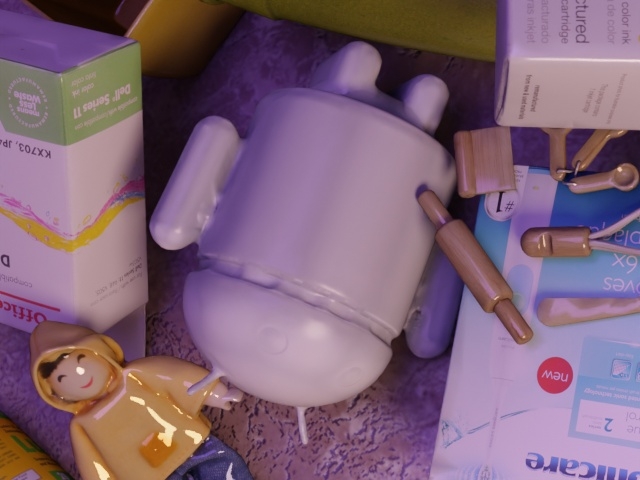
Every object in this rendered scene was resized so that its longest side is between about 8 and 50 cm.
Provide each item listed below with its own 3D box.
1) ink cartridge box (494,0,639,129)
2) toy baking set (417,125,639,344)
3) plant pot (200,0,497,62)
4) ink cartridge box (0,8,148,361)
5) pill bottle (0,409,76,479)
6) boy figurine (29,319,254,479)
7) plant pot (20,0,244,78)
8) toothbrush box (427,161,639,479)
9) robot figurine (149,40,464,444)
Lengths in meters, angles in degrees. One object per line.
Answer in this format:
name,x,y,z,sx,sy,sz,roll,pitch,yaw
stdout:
ink cartridge box,0.282,-0.202,1.108,0.306,0.131,0.226,1,72,5
toy baking set,0.201,-0.012,1.265,0.197,0.030,0.256,-34,65,12
plant pot,0.120,-0.313,1.352,0.353,0.366,0.366,25,87,8
ink cartridge box,-0.283,-0.031,1.482,0.207,0.119,0.353,16,120,27
pill bottle,-0.349,0.239,1.530,0.246,0.136,0.136,36,93,27
boy figurine,-0.155,0.177,1.411,0.177,0.092,0.285,-37,102,10
plant pot,-0.177,-0.284,1.562,0.212,0.187,0.212,37,94,28
toothbrush box,0.233,0.096,1.312,0.216,0.126,0.295,8,81,26
robot figurine,0.000,0.000,1.391,0.300,0.200,0.353,24,79,-10
